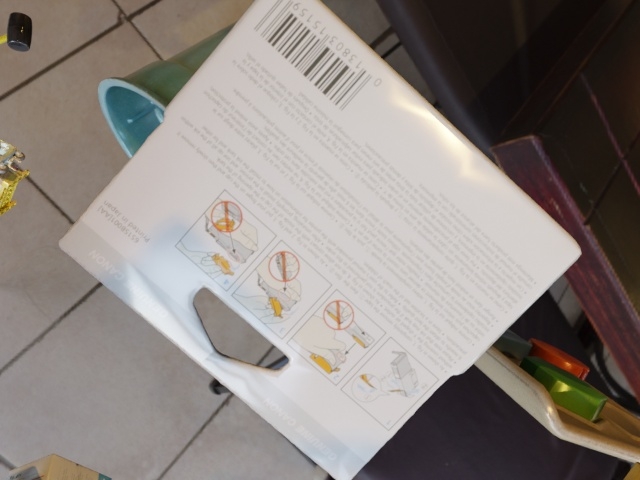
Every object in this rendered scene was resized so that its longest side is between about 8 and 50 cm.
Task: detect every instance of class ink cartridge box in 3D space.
[{"bbox_3d":[-0.474,0.435,0.891,0.180,0.104,0.060,55,17,-41],"label":"ink cartridge box"},{"bbox_3d":[0.000,0.000,0.368,0.275,0.060,0.239,42,97,-5],"label":"ink cartridge box"}]

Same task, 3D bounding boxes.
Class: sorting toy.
[{"bbox_3d":[0.226,0.137,0.415,0.229,0.307,0.041,27,96,-21],"label":"sorting toy"}]

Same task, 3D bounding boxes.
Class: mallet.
[{"bbox_3d":[-0.605,-0.376,0.941,0.039,0.190,0.062,18,76,-62],"label":"mallet"}]

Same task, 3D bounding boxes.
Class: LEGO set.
[{"bbox_3d":[-0.566,-0.055,0.781,0.107,0.132,0.287,39,104,-12],"label":"LEGO set"}]

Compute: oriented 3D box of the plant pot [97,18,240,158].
[{"bbox_3d":[-0.124,-0.214,0.873,0.334,0.341,0.341,-46,110,-24],"label":"plant pot"}]
